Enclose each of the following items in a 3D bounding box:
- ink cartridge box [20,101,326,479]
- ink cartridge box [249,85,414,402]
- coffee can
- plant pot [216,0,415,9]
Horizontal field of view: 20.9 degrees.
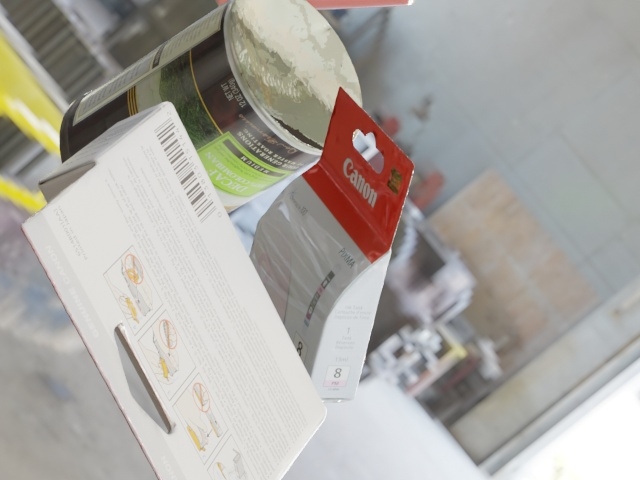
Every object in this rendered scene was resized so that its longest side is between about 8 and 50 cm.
[{"bbox_3d":[-0.121,0.073,1.319,0.296,0.066,0.261,64,28,-13],"label":"ink cartridge box"},{"bbox_3d":[0.000,0.000,1.564,0.066,0.232,0.189,-1,27,-22],"label":"ink cartridge box"},{"bbox_3d":[-0.121,-0.131,1.900,0.201,0.275,0.201,31,45,-36],"label":"coffee can"},{"bbox_3d":[0.011,-0.404,2.154,0.243,0.275,0.275,10,2,9],"label":"plant pot"}]
